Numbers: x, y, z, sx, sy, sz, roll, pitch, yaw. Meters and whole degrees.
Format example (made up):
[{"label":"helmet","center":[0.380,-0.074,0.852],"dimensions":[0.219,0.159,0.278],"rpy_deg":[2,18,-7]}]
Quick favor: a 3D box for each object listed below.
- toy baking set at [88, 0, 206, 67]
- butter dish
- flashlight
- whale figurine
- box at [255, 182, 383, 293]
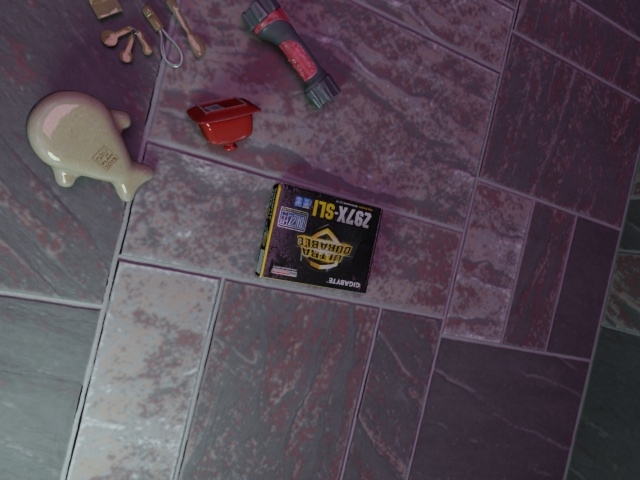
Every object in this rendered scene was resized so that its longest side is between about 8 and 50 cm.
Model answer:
[{"label":"toy baking set","center":[-0.409,-0.520,1.031],"dimensions":[0.256,0.030,0.197],"rpy_deg":[-5,99,-21]},{"label":"butter dish","center":[-0.234,-0.281,1.070],"dimensions":[0.159,0.160,0.118],"rpy_deg":[-18,124,-20]},{"label":"flashlight","center":[-0.073,-0.486,1.129],"dimensions":[0.103,0.103,0.304],"rpy_deg":[-35,109,12]},{"label":"whale figurine","center":[-0.516,-0.210,0.975],"dimensions":[0.216,0.141,0.272],"rpy_deg":[-53,134,-9]},{"label":"box","center":[0.000,0.000,1.210],"dimensions":[0.321,0.079,0.257],"rpy_deg":[12,88,-22]}]
